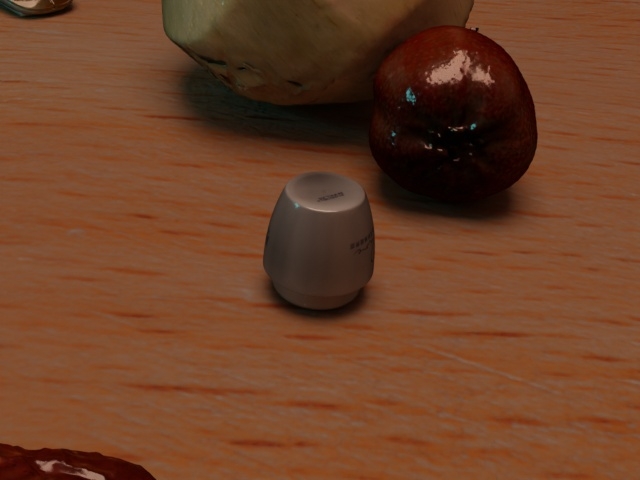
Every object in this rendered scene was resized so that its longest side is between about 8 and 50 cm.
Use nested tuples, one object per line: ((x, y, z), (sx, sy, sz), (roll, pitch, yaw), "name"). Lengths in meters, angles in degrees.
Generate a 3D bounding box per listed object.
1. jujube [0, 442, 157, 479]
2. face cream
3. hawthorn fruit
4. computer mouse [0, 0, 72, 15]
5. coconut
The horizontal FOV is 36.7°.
((-0.163, 0.158, 0.498), (0.176, 0.109, 0.112), (9, 26, -25), "jujube")
((0.000, 0.000, 0.780), (0.091, 0.095, 0.091), (4, 32, -2), "face cream")
((0.128, -0.126, 0.944), (0.169, 0.169, 0.188), (8, 28, 3), "hawthorn fruit")
((-0.414, -0.352, 1.299), (0.102, 0.044, 0.199), (-26, 44, -36), "computer mouse")
((-0.018, -0.305, 1.046), (0.353, 0.352, 0.352), (4, 33, -3), "coconut")
